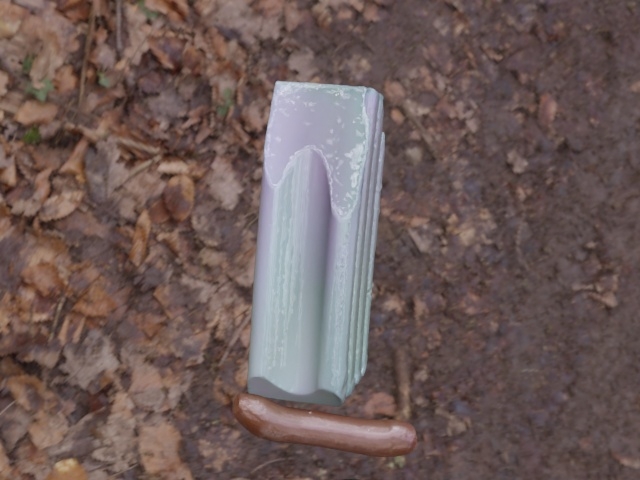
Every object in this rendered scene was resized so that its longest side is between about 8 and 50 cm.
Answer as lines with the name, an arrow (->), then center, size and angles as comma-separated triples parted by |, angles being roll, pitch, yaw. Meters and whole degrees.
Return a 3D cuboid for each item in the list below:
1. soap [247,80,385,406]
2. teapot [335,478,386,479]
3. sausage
soap -> 0.000, 0.000, 1.101 | 0.115, 0.208, 0.347 | 6, 95, 9
teapot -> -0.038, 0.238, 0.556 | 0.270, 0.337, 0.200 | 2, 83, 19
sausage -> 0.004, 0.183, 0.938 | 0.186, 0.043, 0.043 | 12, 67, -13
